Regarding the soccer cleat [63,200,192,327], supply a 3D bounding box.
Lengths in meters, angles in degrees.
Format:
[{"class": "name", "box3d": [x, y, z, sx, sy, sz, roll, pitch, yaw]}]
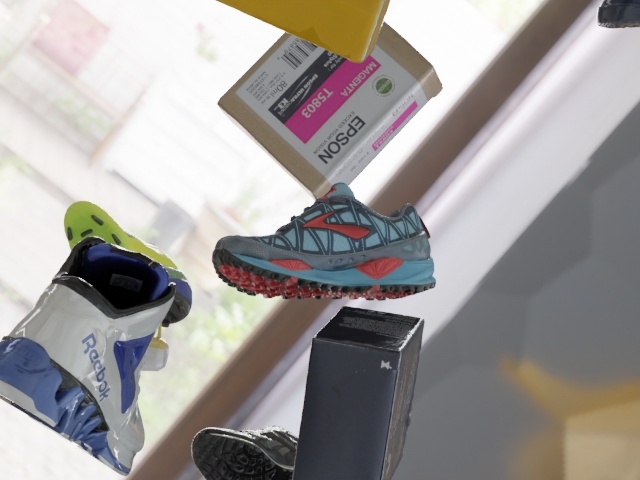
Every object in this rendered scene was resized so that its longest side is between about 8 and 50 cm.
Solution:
[{"class": "soccer cleat", "box3d": [-0.316, 0.026, 2.317, 0.289, 0.093, 0.121, 47, 21, -33]}]

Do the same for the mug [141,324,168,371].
[{"class": "mug", "box3d": [-0.253, 0.155, 2.045, 0.064, 0.078, 0.062, 9, 25, 6]}]

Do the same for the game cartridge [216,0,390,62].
[{"class": "game cartridge", "box3d": [-0.039, -0.346, 1.209, 0.285, 0.324, 0.053, 25, 35, 6]}]

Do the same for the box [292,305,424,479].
[{"class": "box", "box3d": [0.040, 0.161, 1.436, 0.093, 0.156, 0.158, 10, 11, 10]}]

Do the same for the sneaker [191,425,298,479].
[{"class": "sneaker", "box3d": [-0.101, 0.363, 2.390, 0.283, 0.107, 0.124, 26, 24, -28]}]

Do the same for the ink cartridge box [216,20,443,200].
[{"class": "ink cartridge box", "box3d": [0.013, -0.194, 1.887, 0.193, 0.235, 0.088, 43, -2, 19]}]

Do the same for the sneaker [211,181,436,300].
[{"class": "sneaker", "box3d": [0.000, 0.000, 1.546, 0.262, 0.125, 0.104, 4, -14, -29]}]

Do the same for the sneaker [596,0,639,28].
[{"class": "sneaker", "box3d": [0.511, -0.361, 1.892, 0.112, 0.319, 0.131, -150, -132, -78]}]

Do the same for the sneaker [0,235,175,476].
[{"class": "sneaker", "box3d": [-0.200, 0.105, 1.338, 0.127, 0.182, 0.315, 31, -12, 14]}]
